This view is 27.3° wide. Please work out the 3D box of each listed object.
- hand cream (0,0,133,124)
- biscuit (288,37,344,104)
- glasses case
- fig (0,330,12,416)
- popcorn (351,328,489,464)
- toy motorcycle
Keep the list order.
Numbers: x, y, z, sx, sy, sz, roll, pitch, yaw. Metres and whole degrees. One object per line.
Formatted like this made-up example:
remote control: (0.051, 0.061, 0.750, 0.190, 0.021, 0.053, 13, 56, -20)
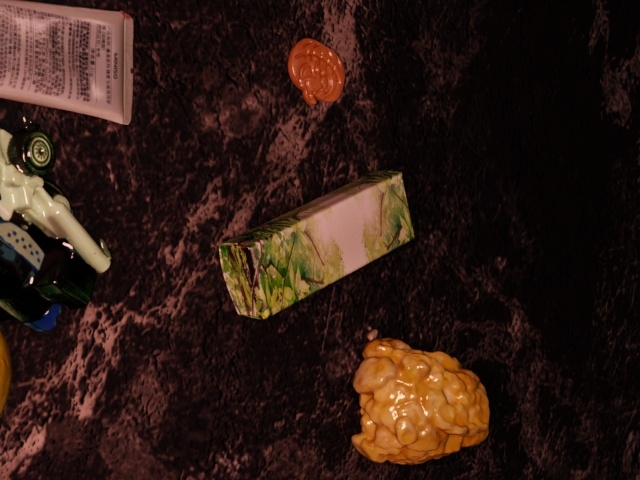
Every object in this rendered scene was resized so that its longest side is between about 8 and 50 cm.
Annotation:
hand cream: (-0.319, -0.193, 1.321, 0.340, 0.077, 0.124, 3, 86, -50)
biscuit: (-0.004, -0.207, 1.633, 0.091, 0.015, 0.078, 23, 73, -40)
glasses case: (0.000, 0.000, 1.599, 0.272, 0.062, 0.095, -26, 112, -40)
fig: (-0.354, 0.124, 1.206, 0.144, 0.154, 0.166, -15, 54, -32)
popcorn: (0.125, 0.212, 1.658, 0.194, 0.140, 0.163, 38, 59, -33)
toy motorcycle: (-0.338, -0.038, 1.207, 0.331, 0.125, 0.196, 49, 44, -41)
